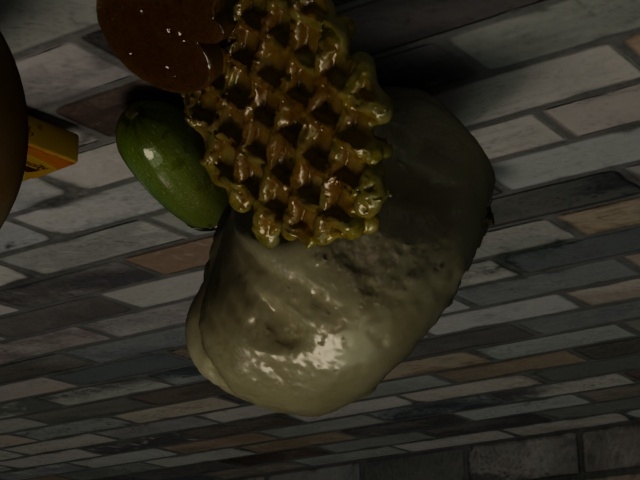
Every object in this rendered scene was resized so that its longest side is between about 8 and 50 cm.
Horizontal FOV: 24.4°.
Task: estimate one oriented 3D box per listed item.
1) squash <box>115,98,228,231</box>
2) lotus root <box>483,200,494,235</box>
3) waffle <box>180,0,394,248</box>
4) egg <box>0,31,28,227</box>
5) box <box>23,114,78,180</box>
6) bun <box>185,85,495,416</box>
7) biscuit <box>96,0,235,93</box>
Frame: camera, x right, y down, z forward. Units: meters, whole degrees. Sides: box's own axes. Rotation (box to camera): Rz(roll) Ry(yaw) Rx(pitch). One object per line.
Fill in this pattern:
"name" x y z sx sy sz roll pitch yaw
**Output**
"squash" -0.152 -0.082 1.514 0.095 0.095 0.188 -9 157 21
"lotus root" 0.128 -0.014 1.671 0.144 0.143 0.070 -19 148 6
"waffle" -0.029 -0.107 1.242 0.059 0.237 0.243 -13 177 -39
"egg" -0.377 -0.095 1.175 0.283 0.282 0.351 0 159 -2
"box" -0.399 -0.086 1.560 0.269 0.043 0.152 -16 156 37
"bun" 0.000 0.000 1.458 0.211 0.359 0.360 33 151 -13
"biscuit" -0.125 -0.187 1.230 0.124 0.026 0.175 40 147 -3
